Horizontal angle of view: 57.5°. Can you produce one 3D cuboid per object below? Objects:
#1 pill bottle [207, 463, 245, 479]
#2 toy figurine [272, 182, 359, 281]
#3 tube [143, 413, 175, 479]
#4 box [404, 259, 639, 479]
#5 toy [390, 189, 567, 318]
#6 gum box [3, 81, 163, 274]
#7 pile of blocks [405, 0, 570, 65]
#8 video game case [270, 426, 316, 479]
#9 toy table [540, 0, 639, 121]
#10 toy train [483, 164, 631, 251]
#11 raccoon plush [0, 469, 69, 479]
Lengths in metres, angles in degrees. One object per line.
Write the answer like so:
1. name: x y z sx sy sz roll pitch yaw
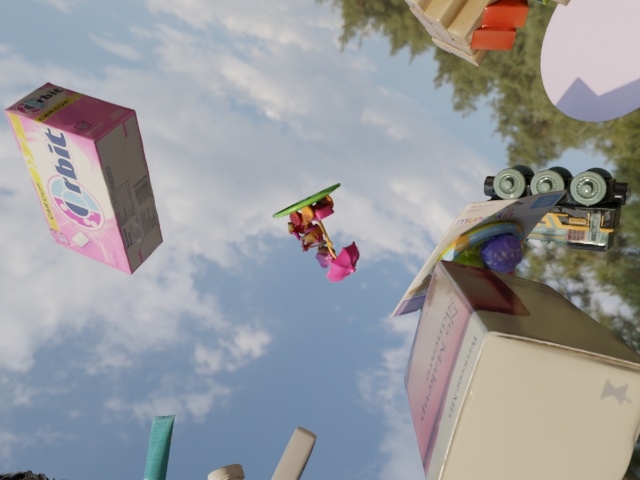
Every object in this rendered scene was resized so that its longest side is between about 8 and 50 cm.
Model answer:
1. pill bottle: -0.154 0.476 1.037 0.078 0.078 0.137 2 -129 -34
2. toy figurine: 0.000 0.000 1.049 0.130 0.173 0.159 -30 -83 -31
3. tube: -0.395 0.529 1.414 0.052 0.080 0.207 39 -135 -51
4. box: 0.161 0.122 0.519 0.127 0.148 0.232 14 -170 1
5. toy: 0.188 0.039 0.696 0.137 0.237 0.056 -9 -120 -24
6. gum box: -0.238 -0.056 0.610 0.107 0.188 0.062 19 -134 16
7. pile of blocks: 0.251 -0.315 0.586 0.362 0.149 0.113 -42 -122 -10
8. video game case: -0.057 0.283 0.553 0.023 0.183 0.201 24 -112 8
9. toy table: 0.419 -0.281 0.733 0.161 0.274 0.252 -28 -92 -16
10. toy train: 0.553 -0.079 1.399 0.334 0.190 0.142 7 -166 32
11. raccoon plush: -0.361 0.461 0.723 0.447 0.216 0.299 20 178 -6
